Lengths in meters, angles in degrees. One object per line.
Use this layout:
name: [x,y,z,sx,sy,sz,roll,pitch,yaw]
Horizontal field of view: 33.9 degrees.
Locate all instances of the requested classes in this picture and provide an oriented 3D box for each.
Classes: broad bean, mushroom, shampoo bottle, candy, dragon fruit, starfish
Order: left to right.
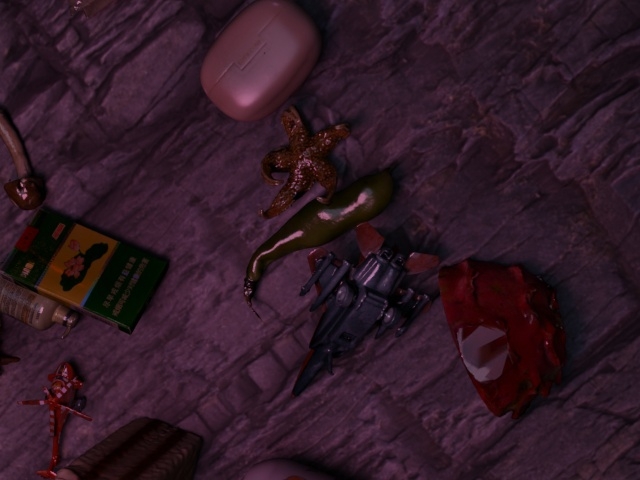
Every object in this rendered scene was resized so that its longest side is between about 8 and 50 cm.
mushroom: [-0.504,-0.134,1.714,0.061,0.060,0.187,-27,82,26]
shampoo bottle: [-0.469,0.099,1.715,0.162,0.079,0.079,24,99,6]
candy: [-0.304,0.404,1.600,0.135,0.321,0.179,17,101,10]
starfish: [-0.027,-0.110,1.611,0.146,0.074,0.190,28,98,23]
broad bean: [-0.008,-0.008,1.640,0.098,0.056,0.318,46,106,-1]
dragon fruit: [0.275,0.153,1.569,0.163,0.189,0.261,-18,97,41]

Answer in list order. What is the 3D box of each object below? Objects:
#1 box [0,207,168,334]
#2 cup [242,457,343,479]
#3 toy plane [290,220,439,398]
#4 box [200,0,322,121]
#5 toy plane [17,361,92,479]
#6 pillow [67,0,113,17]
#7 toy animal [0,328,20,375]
box: [-0.379,0.047,1.685,0.235,0.034,0.132,22,64,6]
cup: [0.015,0.469,1.605,0.317,0.212,0.212,22,99,8]
toy plane: [0.041,0.128,1.619,0.223,0.104,0.326,25,105,-22]
box: [-0.091,-0.278,1.607,0.146,0.088,0.200,44,100,4]
toy plane: [-0.424,0.297,1.734,0.126,0.077,0.194,-8,102,14]
pillow: [-0.335,-0.443,1.639,0.181,0.078,0.134,-29,87,14]
toy animal: [-0.611,0.172,1.697,0.298,0.185,0.122,12,103,27]
